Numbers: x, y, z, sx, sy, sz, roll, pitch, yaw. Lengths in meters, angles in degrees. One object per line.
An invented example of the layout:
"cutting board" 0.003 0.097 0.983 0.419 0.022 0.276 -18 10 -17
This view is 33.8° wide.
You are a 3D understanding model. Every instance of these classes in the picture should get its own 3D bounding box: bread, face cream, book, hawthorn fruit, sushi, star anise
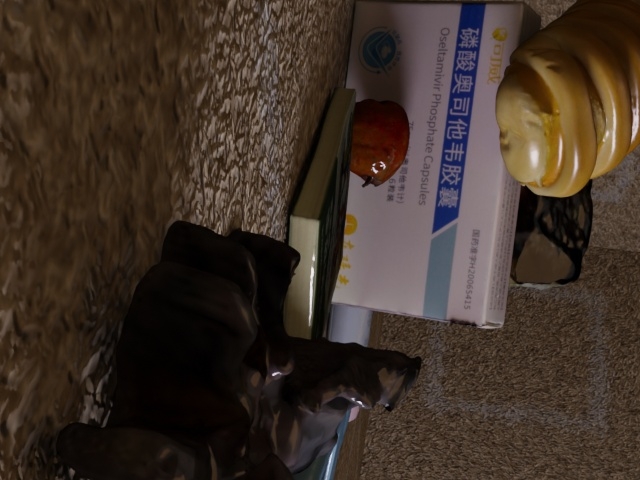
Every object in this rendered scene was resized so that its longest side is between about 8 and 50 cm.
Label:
"bread" 0.292 -0.160 1.114 0.311 0.121 0.173 -42 130 -43
"face cream" 0.034 0.128 1.346 0.084 0.057 0.198 -46 145 -79
"book" 0.000 0.000 0.977 0.264 0.027 0.202 -74 171 -59
"hawthorn fruit" 0.054 -0.099 1.103 0.081 0.081 0.093 40 50 -83
"sushi" 0.184 -0.096 1.318 0.281 0.299 0.294 1 94 -63
"star anise" -0.028 0.093 0.412 0.257 0.110 0.198 33 64 -77

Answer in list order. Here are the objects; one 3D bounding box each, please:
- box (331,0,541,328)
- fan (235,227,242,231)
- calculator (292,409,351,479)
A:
"box" 0.118 -0.087 1.152 0.065 0.200 0.343 7 91 -62
"fan" -0.051 0.026 0.614 0.080 0.003 0.060 90 10 -50
"calculator" -0.023 0.237 0.864 0.303 0.042 0.188 -69 170 -55
